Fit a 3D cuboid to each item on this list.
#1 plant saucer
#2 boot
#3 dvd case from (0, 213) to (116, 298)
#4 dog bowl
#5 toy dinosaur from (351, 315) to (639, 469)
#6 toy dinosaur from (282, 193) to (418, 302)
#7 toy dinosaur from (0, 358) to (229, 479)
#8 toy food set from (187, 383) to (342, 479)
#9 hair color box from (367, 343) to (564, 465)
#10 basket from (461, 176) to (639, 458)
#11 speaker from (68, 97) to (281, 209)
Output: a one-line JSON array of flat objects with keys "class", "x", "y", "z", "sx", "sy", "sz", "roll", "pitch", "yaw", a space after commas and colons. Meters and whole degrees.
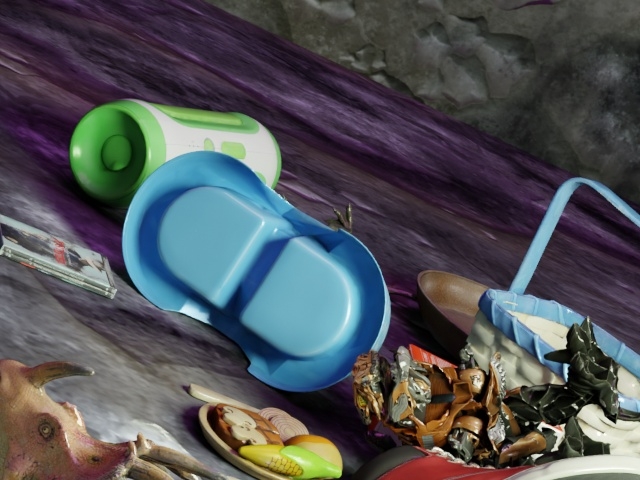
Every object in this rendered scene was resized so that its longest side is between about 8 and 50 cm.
[{"class": "plant saucer", "x": 0.242, "y": 0.137, "z": 2.281, "sx": 0.311, "sy": 0.050, "sz": 0.310, "roll": 29, "pitch": 13, "yaw": -7}, {"class": "boot", "x": 0.150, "y": 0.205, "z": 1.582, "sx": 0.244, "sy": 0.088, "sz": 0.176, "roll": -12, "pitch": 19, "yaw": -6}, {"class": "dvd case", "x": -0.257, "y": 0.014, "z": 1.817, "sx": 0.119, "sy": 0.013, "sz": 0.087, "roll": 24, "pitch": 14, "yaw": -20}, {"class": "dog bowl", "x": -0.057, "y": 0.034, "z": 1.857, "sx": 0.297, "sy": 0.166, "sz": 0.074, "roll": 34, "pitch": 2, "yaw": 22}, {"class": "toy dinosaur", "x": 0.172, "y": 0.182, "z": 1.730, "sx": 0.322, "sy": 0.218, "sz": 0.164, "roll": 22, "pitch": 51, "yaw": -46}, {"class": "toy dinosaur", "x": 0.000, "y": 0.000, "z": 2.284, "sx": 0.268, "sy": 0.064, "sz": 0.118, "roll": 23, "pitch": 32, "yaw": -31}, {"class": "toy dinosaur", "x": -0.087, "y": 0.195, "z": 1.096, "sx": 0.296, "sy": 0.200, "sz": 0.127, "roll": 21, "pitch": 16, "yaw": -32}, {"class": "toy food set", "x": -0.043, "y": 0.169, "z": 1.621, "sx": 0.132, "sy": 0.038, "sz": 0.192, "roll": 23, "pitch": 15, "yaw": -23}, {"class": "hair color box", "x": 0.140, "y": 0.181, "z": 1.831, "sx": 0.167, "sy": 0.093, "sz": 0.053, "roll": 27, "pitch": 14, "yaw": -9}, {"class": "basket", "x": 0.280, "y": 0.110, "z": 1.947, "sx": 0.201, "sy": 0.289, "sz": 0.255, "roll": 5, "pitch": 29, "yaw": -47}, {"class": "speaker", "x": -0.162, "y": -0.094, "z": 2.166, "sx": 0.131, "sy": 0.131, "sz": 0.296, "roll": 35, "pitch": 15, "yaw": 23}]
